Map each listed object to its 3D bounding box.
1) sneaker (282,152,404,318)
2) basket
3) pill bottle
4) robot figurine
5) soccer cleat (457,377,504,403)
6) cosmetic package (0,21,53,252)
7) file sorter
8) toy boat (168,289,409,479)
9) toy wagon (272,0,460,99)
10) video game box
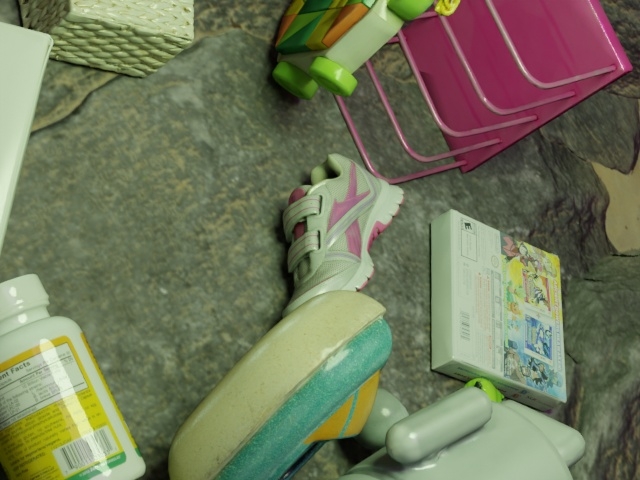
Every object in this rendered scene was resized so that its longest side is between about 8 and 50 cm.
[{"bbox_3d":[0.000,0.000,1.717,0.111,0.103,0.252,38,41,-13],"label":"sneaker"},{"bbox_3d":[-0.224,-0.248,1.639,0.167,0.113,0.103,7,65,-38],"label":"basket"},{"bbox_3d":[-0.251,0.141,1.399,0.117,0.117,0.208,-21,83,-45],"label":"pill bottle"},{"bbox_3d":[0.121,0.292,1.567,0.353,0.200,0.300,-26,122,-38],"label":"robot figurine"},{"bbox_3d":[0.195,0.244,1.777,0.072,0.060,0.179,30,49,-42],"label":"soccer cleat"},{"bbox_3d":[-0.356,-0.009,1.265,0.197,0.155,0.365,16,61,-12],"label":"cosmetic package"},{"bbox_3d":[0.172,-0.212,1.840,0.182,0.290,0.202,-18,80,-42],"label":"file sorter"},{"bbox_3d":[-0.002,0.166,1.537,0.148,0.267,0.318,45,14,11],"label":"toy boat"},{"bbox_3d":[0.066,-0.286,1.739,0.068,0.344,0.267,35,81,-19],"label":"toy wagon"},{"bbox_3d":[0.216,0.085,1.886,0.187,0.048,0.205,21,55,-29],"label":"video game box"}]
